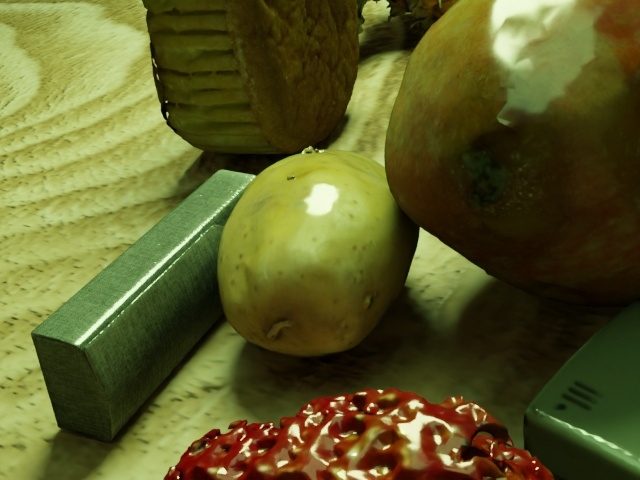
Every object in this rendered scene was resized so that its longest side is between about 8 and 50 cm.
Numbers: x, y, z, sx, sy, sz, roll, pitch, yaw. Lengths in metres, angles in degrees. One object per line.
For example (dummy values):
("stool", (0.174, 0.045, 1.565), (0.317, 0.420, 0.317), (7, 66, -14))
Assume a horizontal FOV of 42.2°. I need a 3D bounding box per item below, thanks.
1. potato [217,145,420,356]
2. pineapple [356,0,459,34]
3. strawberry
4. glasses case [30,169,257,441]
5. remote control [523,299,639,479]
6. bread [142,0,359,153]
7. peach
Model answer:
("potato", (0.000, 0.000, 0.519), (0.118, 0.109, 0.178), (-25, 18, 25))
("pineapple", (0.032, -0.306, 0.967), (0.271, 0.262, 0.262), (-32, 35, -13))
("strawberry", (0.010, 0.116, 0.344), (0.188, 0.082, 0.121), (7, 36, 20))
("glasses case", (-0.093, 0.031, 0.526), (0.047, 0.071, 0.205), (10, 34, 23))
("remote control", (0.233, 0.112, 0.341), (0.285, 0.038, 0.123), (23, 43, 39))
("bread", (-0.056, -0.207, 0.751), (0.142, 0.253, 0.227), (12, 32, 25))
("peach", (0.144, -0.058, 0.476), (0.214, 0.214, 0.235), (19, 29, 40))
